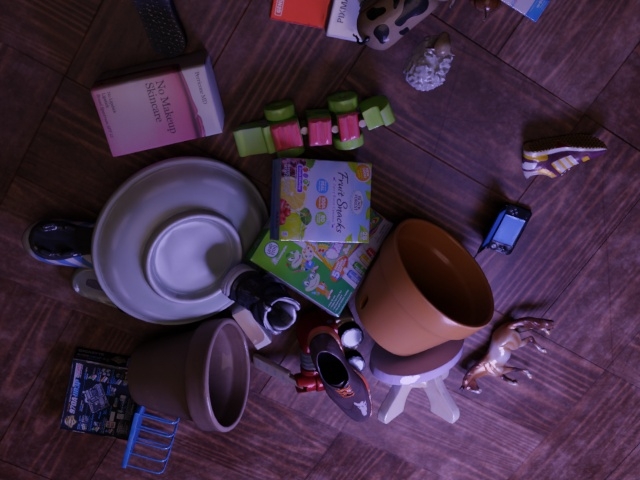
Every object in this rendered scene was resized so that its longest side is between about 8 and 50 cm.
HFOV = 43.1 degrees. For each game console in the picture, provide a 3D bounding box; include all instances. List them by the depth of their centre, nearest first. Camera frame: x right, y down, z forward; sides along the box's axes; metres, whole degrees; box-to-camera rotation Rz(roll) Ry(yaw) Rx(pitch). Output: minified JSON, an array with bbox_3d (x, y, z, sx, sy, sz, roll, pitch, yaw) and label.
[{"bbox_3d":[0.424,-0.019,1.863,0.107,0.071,0.122,19,114,-13],"label":"game console"}]

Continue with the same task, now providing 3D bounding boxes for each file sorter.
[{"bbox_3d":[-0.411,0.470,1.996,0.104,0.118,0.170,17,114,-4],"label":"file sorter"}]

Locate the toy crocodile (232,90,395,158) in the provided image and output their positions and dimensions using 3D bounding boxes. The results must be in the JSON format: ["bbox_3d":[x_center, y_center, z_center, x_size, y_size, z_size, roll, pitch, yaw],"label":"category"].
[{"bbox_3d":[-0.013,-0.236,1.700,0.340,0.105,0.115,-9,116,0],"label":"toy crocodile"}]

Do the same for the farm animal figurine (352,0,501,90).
[{"bbox_3d":[0.174,-0.478,1.484,0.330,0.172,0.327,34,113,-12],"label":"farm animal figurine"}]

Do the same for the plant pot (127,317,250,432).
[{"bbox_3d":[-0.313,0.309,1.886,0.229,0.263,0.263,-1,118,17],"label":"plant pot"}]

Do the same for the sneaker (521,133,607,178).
[{"bbox_3d":[0.540,-0.183,1.802,0.185,0.069,0.084,-4,125,4],"label":"sneaker"}]

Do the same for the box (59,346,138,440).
[{"bbox_3d":[-0.532,0.379,1.986,0.175,0.051,0.220,12,114,-11],"label":"box"}]

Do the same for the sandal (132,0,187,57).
[{"bbox_3d":[-0.327,-0.485,1.588,0.097,0.054,0.255,-4,126,5],"label":"sandal"}]

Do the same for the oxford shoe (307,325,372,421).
[{"bbox_3d":[0.044,0.326,1.845,0.097,0.098,0.271,-26,115,9],"label":"oxford shoe"}]

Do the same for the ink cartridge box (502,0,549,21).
[{"bbox_3d":[0.383,-0.495,1.616,0.122,0.088,0.052,25,112,-16],"label":"ink cartridge box"}]

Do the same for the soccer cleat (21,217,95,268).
[{"bbox_3d":[-0.491,0.010,1.790,0.331,0.143,0.116,12,83,-31],"label":"soccer cleat"}]

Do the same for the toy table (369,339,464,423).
[{"bbox_3d":[0.224,0.313,1.927,0.274,0.252,0.161,-17,124,-30],"label":"toy table"}]

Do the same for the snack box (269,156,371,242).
[{"bbox_3d":[0.001,-0.083,1.719,0.207,0.070,0.175,1,91,-22],"label":"snack box"}]

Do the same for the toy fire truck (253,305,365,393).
[{"bbox_3d":[-0.032,0.271,1.940,0.246,0.158,0.217,-10,117,-11],"label":"toy fire truck"}]

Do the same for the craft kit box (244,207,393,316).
[{"bbox_3d":[0.000,0.000,1.788,0.246,0.061,0.250,33,81,-17],"label":"craft kit box"}]

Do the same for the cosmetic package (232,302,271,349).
[{"bbox_3d":[-0.163,0.196,1.924,0.041,0.060,0.115,-29,113,9],"label":"cosmetic package"}]

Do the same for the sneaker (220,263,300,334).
[{"bbox_3d":[-0.106,0.144,1.790,0.101,0.153,0.268,-53,154,1],"label":"sneaker"}]

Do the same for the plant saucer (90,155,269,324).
[{"bbox_3d":[-0.282,0.023,1.739,0.400,0.100,0.401,-12,119,-21],"label":"plant saucer"}]

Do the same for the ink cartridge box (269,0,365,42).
[{"bbox_3d":[0.042,-0.539,1.584,0.238,0.060,0.275,8,115,-10],"label":"ink cartridge box"}]

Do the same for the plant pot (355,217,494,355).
[{"bbox_3d":[0.215,0.125,1.816,0.291,0.291,0.203,32,125,-18],"label":"plant pot"}]

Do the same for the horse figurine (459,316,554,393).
[{"bbox_3d":[0.471,0.278,2.017,0.174,0.066,0.263,16,116,-19],"label":"horse figurine"}]

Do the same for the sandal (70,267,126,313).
[{"bbox_3d":[-0.422,0.132,1.855,0.302,0.086,0.120,10,115,-10],"label":"sandal"}]

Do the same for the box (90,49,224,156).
[{"bbox_3d":[-0.324,-0.278,1.641,0.232,0.127,0.149,-13,116,2],"label":"box"}]
